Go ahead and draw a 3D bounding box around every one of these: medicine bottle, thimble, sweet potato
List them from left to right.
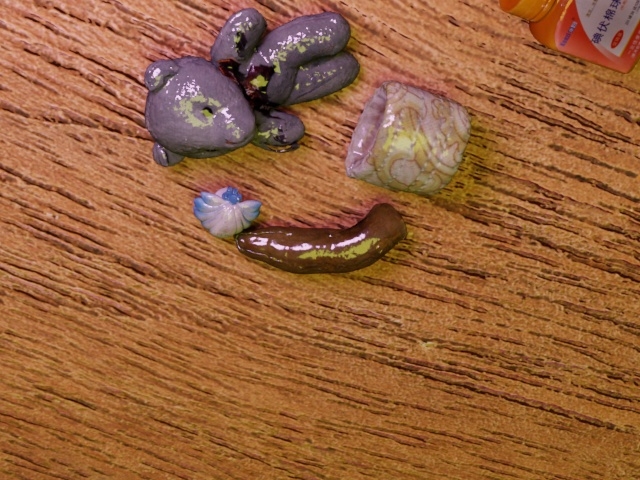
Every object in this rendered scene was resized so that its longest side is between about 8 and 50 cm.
[{"bbox_3d":[0.000,0.000,1.923,0.286,0.085,0.112,-3,92,4],"label":"sweet potato"},{"bbox_3d":[0.132,-0.148,1.810,0.144,0.137,0.190,15,129,-18],"label":"thimble"},{"bbox_3d":[0.386,-0.354,1.735,0.222,0.112,0.149,15,119,-18],"label":"medicine bottle"}]

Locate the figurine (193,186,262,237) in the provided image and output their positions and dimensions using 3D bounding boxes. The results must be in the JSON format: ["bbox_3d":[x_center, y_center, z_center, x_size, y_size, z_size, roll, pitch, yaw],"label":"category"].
[{"bbox_3d":[-0.154,-0.043,1.874,0.114,0.079,0.114,-6,160,-2],"label":"figurine"}]

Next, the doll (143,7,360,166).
[{"bbox_3d":[-0.098,-0.217,1.714,0.340,0.158,0.246,-15,135,-3],"label":"doll"}]
